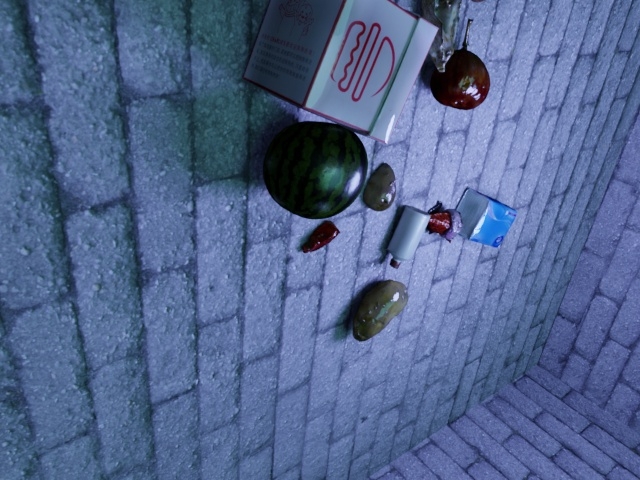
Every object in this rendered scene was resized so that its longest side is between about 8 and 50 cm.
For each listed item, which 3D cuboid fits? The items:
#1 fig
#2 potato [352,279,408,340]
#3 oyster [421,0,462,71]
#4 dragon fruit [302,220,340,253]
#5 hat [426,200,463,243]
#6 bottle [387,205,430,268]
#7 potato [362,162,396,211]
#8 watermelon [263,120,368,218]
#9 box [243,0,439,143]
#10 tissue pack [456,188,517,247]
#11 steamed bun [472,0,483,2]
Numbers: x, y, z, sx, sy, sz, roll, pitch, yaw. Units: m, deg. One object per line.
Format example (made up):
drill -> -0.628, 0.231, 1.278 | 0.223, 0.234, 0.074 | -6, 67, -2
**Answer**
fig -> 0.468, -0.567, 1.781 | 0.204, 0.186, 0.249 | 17, 71, -34
potato -> 0.230, 0.277, 2.134 | 0.296, 0.141, 0.191 | -50, 155, -5
oyster -> 0.365, -0.698, 1.626 | 0.166, 0.110, 0.341 | -34, 133, -35
dragon fruit -> 0.003, 0.001, 1.795 | 0.131, 0.063, 0.097 | -27, 132, -27
hat -> 0.461, -0.071, 2.158 | 0.228, 0.128, 0.140 | 8, 135, -26
bottle -> 0.329, -0.006, 2.060 | 0.104, 0.104, 0.245 | 5, 113, -44
potato -> 0.215, -0.170, 1.855 | 0.101, 0.089, 0.172 | -16, 128, -32
watermelon -> -0.015, -0.198, 1.486 | 0.285, 0.285, 0.285 | -23, 130, -30
box -> 0.040, -0.462, 1.332 | 0.300, 0.314, 0.312 | 9, 110, -42
tissue pack -> 0.707, -0.091, 2.316 | 0.263, 0.146, 0.198 | 11, 109, -46
steamed bun -> 0.506, -0.836, 1.651 | 0.145, 0.106, 0.175 | 11, 97, -54
